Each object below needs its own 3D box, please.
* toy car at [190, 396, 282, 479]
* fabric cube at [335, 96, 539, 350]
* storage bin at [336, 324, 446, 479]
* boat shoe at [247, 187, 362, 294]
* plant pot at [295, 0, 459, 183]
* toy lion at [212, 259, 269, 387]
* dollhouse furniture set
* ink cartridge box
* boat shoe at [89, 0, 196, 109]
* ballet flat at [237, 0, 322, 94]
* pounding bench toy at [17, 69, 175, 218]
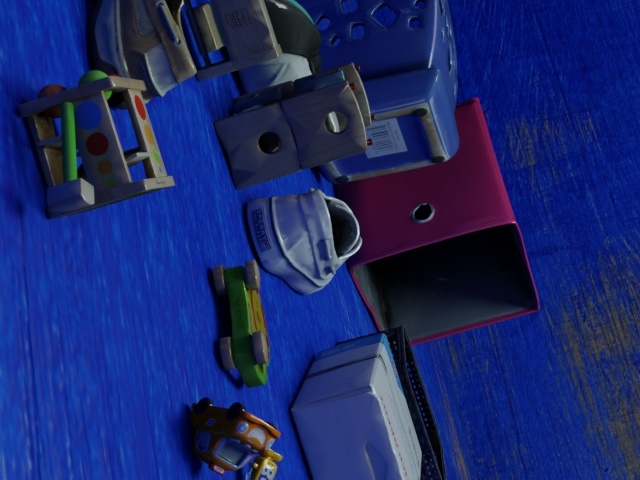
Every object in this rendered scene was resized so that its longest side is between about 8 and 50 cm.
[{"bbox_3d":[-0.041,0.139,0.640,0.122,0.060,0.040,53,54,-50],"label":"toy car"},{"bbox_3d":[0.177,-0.023,1.609,0.259,0.254,0.258,63,15,-51],"label":"fabric cube"},{"bbox_3d":[0.083,0.205,1.186,0.122,0.084,0.180,-84,156,-66],"label":"storage bin"},{"bbox_3d":[0.000,0.000,1.022,0.258,0.084,0.095,10,65,-80],"label":"boat shoe"},{"bbox_3d":[0.068,-0.216,1.374,0.236,0.236,0.212,58,24,-62],"label":"plant pot"},{"bbox_3d":[-0.053,0.067,0.771,0.096,0.034,0.100,75,5,-55],"label":"toy lion"},{"bbox_3d":[-0.037,-0.164,0.935,0.129,0.129,0.183,-78,151,-72],"label":"dollhouse furniture set"},{"bbox_3d":[0.041,0.183,0.968,0.190,0.082,0.139,-46,120,-78],"label":"ink cartridge box"},{"bbox_3d":[-0.111,-0.172,0.674,0.068,0.072,0.190,56,20,-63],"label":"boat shoe"},{"bbox_3d":[-0.040,-0.186,1.093,0.280,0.095,0.096,20,67,-79],"label":"ballet flat"},{"bbox_3d":[-0.115,-0.049,0.503,0.083,0.052,0.065,-38,112,-80],"label":"pounding bench toy"}]
